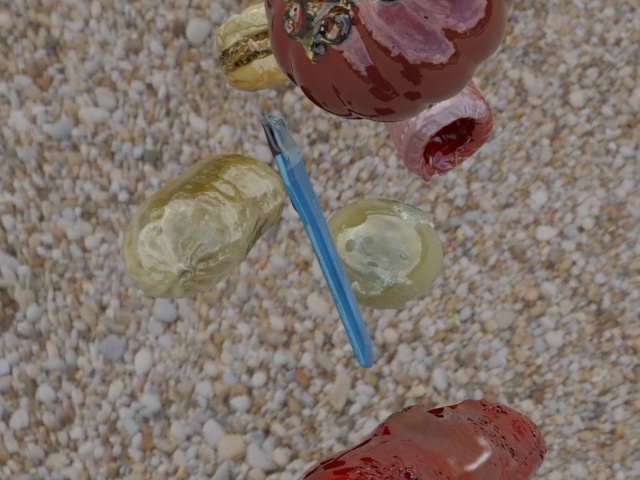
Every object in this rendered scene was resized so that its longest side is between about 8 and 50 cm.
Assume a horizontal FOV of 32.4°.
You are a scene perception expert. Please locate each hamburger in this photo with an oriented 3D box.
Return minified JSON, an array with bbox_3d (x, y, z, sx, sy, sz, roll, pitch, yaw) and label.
[{"bbox_3d":[-0.048,-0.271,1.473,0.214,0.214,0.108,-26,102,-20],"label":"hamburger"}]

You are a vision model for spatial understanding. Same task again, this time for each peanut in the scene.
[{"bbox_3d":[-0.130,-0.023,1.270,0.129,0.129,0.224,40,55,4],"label":"peanut"}]

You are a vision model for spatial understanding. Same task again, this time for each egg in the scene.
[{"bbox_3d":[0.089,0.020,1.586,0.201,0.164,0.164,12,64,-42],"label":"egg"}]

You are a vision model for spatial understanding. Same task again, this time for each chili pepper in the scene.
[{"bbox_3d":[0.053,0.168,0.681,0.110,0.110,0.387,57,27,11],"label":"chili pepper"}]

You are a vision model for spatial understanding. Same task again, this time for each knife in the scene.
[{"bbox_3d":[-0.002,0.001,1.148,0.026,0.044,0.296,-18,99,18],"label":"knife"}]

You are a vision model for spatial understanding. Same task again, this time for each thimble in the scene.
[{"bbox_3d":[0.192,-0.203,1.814,0.163,0.189,0.125,-23,64,-11],"label":"thimble"}]

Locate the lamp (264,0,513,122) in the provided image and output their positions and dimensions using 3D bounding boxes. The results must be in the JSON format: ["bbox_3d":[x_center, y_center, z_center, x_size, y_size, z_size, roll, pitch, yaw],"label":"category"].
[{"bbox_3d":[0.061,-0.208,0.938,0.227,0.227,0.227,4,69,-11],"label":"lamp"}]
